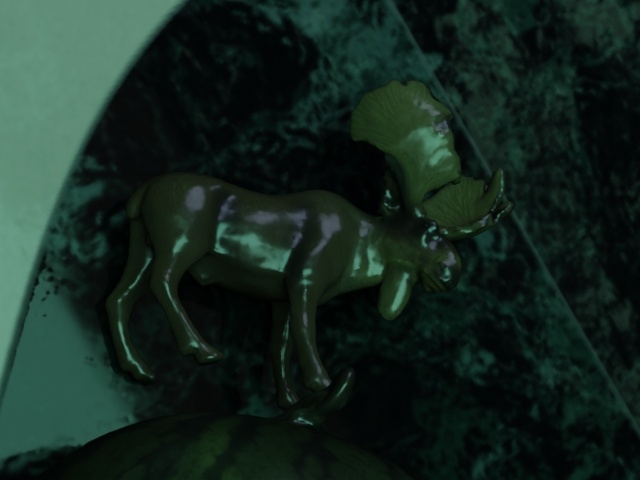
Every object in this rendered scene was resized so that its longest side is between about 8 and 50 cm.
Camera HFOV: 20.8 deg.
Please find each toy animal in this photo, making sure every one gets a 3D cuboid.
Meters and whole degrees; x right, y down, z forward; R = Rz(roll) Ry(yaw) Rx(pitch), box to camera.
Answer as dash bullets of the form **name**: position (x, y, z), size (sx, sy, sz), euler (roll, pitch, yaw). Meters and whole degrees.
- **toy animal**: position (0.000, 0.000, 0.951), size (0.214, 0.094, 0.186), euler (15, 67, -10)

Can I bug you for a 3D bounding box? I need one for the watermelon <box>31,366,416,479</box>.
- **watermelon**: position (-0.053, 0.232, 0.791), size (0.279, 0.279, 0.359), euler (21, 73, -17)
